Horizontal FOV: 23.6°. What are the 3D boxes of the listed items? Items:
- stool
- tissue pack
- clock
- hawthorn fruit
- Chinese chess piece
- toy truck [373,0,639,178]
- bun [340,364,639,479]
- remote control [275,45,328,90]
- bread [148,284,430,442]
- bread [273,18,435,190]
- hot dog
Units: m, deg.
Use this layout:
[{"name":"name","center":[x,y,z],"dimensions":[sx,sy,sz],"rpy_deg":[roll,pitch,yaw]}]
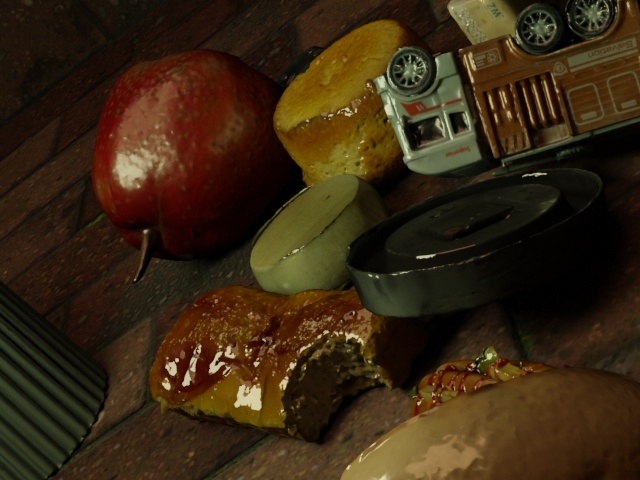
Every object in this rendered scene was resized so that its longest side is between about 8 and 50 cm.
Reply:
[{"name":"stool","center":[-0.505,0.171,2.076],"dimensions":[0.297,0.330,0.297],"rpy_deg":[-33,24,17]},{"name":"tissue pack","center":[0.262,-0.252,1.807],"dimensions":[0.092,0.196,0.148],"rpy_deg":[-6,40,51]},{"name":"clock","center":[0.161,0.001,1.571],"dimensions":[0.280,0.055,0.280],"rpy_deg":[-18,14,5]},{"name":"hawthorn fruit","center":[-0.194,-0.097,2.171],"dimensions":[0.285,0.285,0.369],"rpy_deg":[-12,46,49]},{"name":"Chinese chess piece","center":[0.000,0.000,1.920],"dimensions":[0.188,0.083,0.188],"rpy_deg":[-36,21,16]},{"name":"toy truck","center":[0.224,-0.157,1.664],"dimensions":[0.305,0.162,0.136],"rpy_deg":[-16,-7,19]},{"name":"bun","center":[0.139,0.229,1.090],"dimensions":[0.299,0.299,0.165],"rpy_deg":[-34,54,16]},{"name":"remote control","center":[0.034,-0.245,2.341],"dimensions":[0.107,0.044,0.377],"rpy_deg":[-41,23,-10]},{"name":"bread","center":[-0.050,0.137,1.720],"dimensions":[0.380,0.109,0.185],"rpy_deg":[-2,45,52]},{"name":"bread","center":[0.062,-0.180,2.045],"dimensions":[0.268,0.146,0.268],"rpy_deg":[-31,29,20]},{"name":"hot dog","center":[0.168,0.151,1.400],"dimensions":[0.104,0.076,0.250],"rpy_deg":[-48,22,-18]}]
